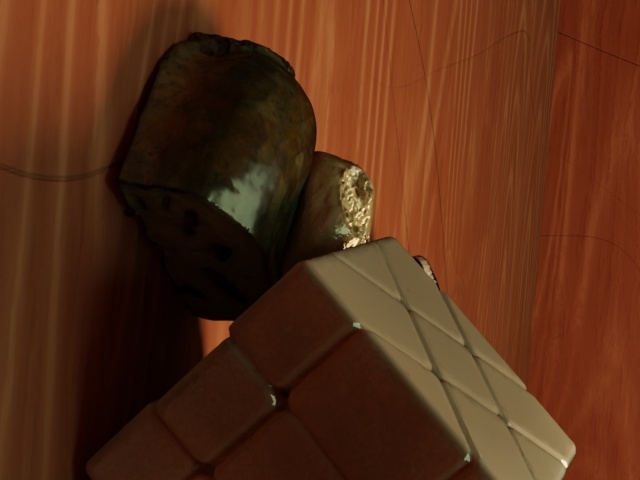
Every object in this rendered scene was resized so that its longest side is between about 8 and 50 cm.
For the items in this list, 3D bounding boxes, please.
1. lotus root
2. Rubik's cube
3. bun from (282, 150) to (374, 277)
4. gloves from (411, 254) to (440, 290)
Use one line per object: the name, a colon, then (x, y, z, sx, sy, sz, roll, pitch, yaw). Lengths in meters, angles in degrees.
lotus root: (-0.077, -0.082, 1.343, 0.267, 0.149, 0.260, 71, 31, -55)
Rubik's cube: (0.024, 0.217, 1.260, 0.316, 0.319, 0.322, -42, 172, 16)
bun: (0.000, 0.000, 1.497, 0.237, 0.116, 0.210, 170, -62, -75)
gloves: (0.087, 0.102, 1.914, 0.219, 0.131, 0.140, -19, 118, -35)
